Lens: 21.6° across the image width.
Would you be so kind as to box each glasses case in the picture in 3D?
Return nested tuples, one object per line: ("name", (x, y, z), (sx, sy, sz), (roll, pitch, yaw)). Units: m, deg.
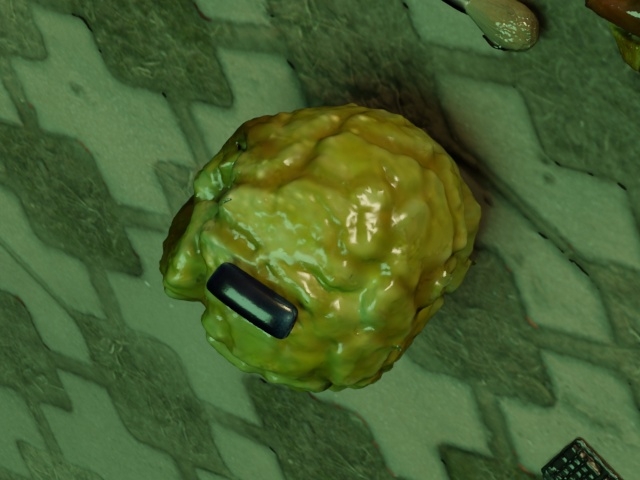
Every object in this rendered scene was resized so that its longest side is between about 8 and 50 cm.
("glasses case", (-0.058, 0.051, 1.420), (0.083, 0.023, 0.033), (34, 120, 6))

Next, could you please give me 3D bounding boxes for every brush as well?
("brush", (0.067, -0.245, 1.455), (0.299, 0.039, 0.042), (35, 138, 21))

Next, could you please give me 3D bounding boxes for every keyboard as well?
("keyboard", (0.311, 0.293, 1.634), (0.231, 0.023, 0.072), (46, 138, 7))

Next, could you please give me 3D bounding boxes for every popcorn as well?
("popcorn", (0.009, 0.000, 1.532), (0.247, 0.282, 0.282), (49, 141, 11))

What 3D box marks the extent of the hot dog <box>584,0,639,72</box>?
("hot dog", (0.297, -0.146, 1.265), (0.261, 0.093, 0.123), (27, 134, 27))
